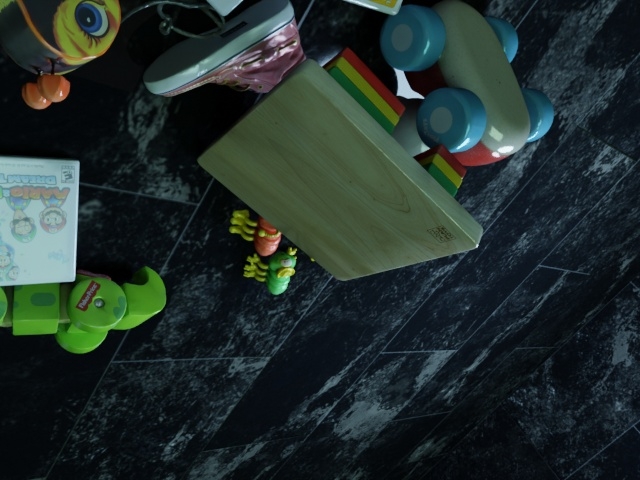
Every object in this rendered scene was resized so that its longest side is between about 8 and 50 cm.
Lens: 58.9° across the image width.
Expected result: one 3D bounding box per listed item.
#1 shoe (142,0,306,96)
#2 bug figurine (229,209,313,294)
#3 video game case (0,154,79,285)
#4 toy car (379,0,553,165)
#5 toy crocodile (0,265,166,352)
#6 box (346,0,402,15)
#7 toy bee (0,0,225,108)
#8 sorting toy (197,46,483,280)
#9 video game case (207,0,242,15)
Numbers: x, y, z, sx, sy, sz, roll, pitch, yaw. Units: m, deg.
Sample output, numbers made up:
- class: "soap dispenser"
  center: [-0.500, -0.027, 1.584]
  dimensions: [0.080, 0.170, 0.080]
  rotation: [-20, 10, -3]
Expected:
- class: "shoe"
  center: [-0.097, -0.187, 0.618]
  dimensions: [0.178, 0.063, 0.081]
  rotation: [-33, 138, -9]
- class: "bug figurine"
  center: [0.000, 0.000, 0.880]
  dimensions: [0.279, 0.072, 0.216]
  rotation: [-12, 144, -25]
- class: "video game case"
  center: [-0.344, -0.020, 0.605]
  dimensions: [0.157, 0.019, 0.143]
  rotation: [-2, 106, -36]
- class: "toy car"
  center: [0.137, -0.170, 0.760]
  dimensions: [0.219, 0.210, 0.238]
  rotation: [-16, 170, -44]
- class: "toy crocodile"
  center: [-0.356, 0.076, 0.689]
  dimensions: [0.341, 0.105, 0.115]
  rotation: [4, 152, -33]
- class: "box"
  center: [-0.003, -0.304, 0.527]
  dimensions: [0.203, 0.103, 0.114]
  rotation: [-1, 132, -37]
- class: "toy bee"
  center: [-0.206, -0.191, 0.410]
  dimensions: [0.299, 0.162, 0.195]
  rotation: [20, 159, -24]
- class: "sorting toy"
  center: [0.023, -0.079, 0.666]
  dimensions: [0.257, 0.256, 0.089]
  rotation: [40, 60, -19]
- class: "video game case"
  center: [-0.064, -0.286, 0.376]
  dimensions: [0.193, 0.023, 0.212]
  rotation: [-36, 141, 15]
